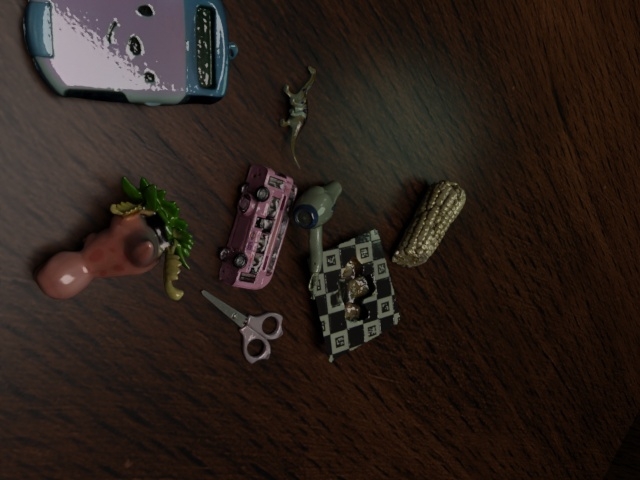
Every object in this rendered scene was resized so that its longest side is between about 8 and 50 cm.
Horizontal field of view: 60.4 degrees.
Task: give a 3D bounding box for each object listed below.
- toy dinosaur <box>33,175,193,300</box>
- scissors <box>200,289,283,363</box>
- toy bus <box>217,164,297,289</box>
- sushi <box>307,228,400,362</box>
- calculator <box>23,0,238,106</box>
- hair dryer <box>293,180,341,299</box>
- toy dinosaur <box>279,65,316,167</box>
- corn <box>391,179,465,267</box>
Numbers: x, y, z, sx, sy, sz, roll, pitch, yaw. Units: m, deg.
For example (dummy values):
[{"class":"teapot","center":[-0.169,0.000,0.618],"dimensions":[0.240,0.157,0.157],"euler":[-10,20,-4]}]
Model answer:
[{"class":"toy dinosaur","center":[-0.277,0.003,0.734],"dimensions":[0.177,0.194,0.152],"euler":[-49,136,-45]},{"class":"scissors","center":[-0.139,0.138,0.953],"dimensions":[0.189,0.015,0.100],"euler":[44,71,-33]},{"class":"toy bus","center":[-0.105,-0.020,0.915],"dimensions":[0.090,0.063,0.203],"euler":[15,92,-42]},{"class":"sushi","center":[0.057,0.101,1.077],"dimensions":[0.193,0.040,0.210],"euler":[-22,105,-31]},{"class":"calculator","center":[-0.246,-0.273,0.760],"dimensions":[0.293,0.051,0.172],"euler":[-8,103,-36]},{"class":"hair dryer","center":[0.006,-0.018,0.983],"dimensions":[0.167,0.068,0.199],"euler":[-59,150,-48]},{"class":"toy dinosaur","center":[-0.043,-0.217,0.936],"dimensions":[0.058,0.037,0.180],"euler":[14,90,-34]},{"class":"corn","center":[0.231,-0.033,1.156],"dimensions":[0.087,0.087,0.210],"euler":[40,74,-36]}]
